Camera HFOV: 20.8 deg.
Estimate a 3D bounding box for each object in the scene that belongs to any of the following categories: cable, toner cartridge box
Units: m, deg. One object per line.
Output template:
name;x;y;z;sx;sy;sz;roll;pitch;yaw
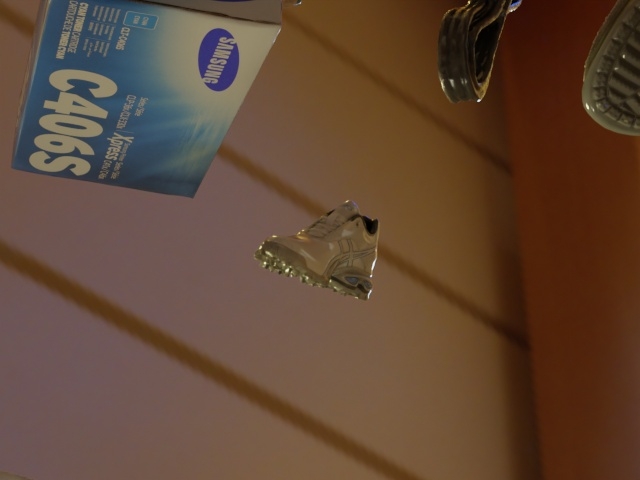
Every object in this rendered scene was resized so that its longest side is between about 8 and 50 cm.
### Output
cable;0.122;-0.199;1.401;0.139;0.072;0.287;74;-153;-48
toner cartridge box;-0.144;-0.137;1.365;0.165;0.348;0.075;8;-111;-12

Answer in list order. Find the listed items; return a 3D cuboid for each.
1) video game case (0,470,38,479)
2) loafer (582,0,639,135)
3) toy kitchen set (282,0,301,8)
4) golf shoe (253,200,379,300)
video game case;-0.259;0.239;1.477;0.157;0.143;0.019;23;-130;-39
loafer;0.273;-0.183;1.231;0.094;0.251;0.087;37;-175;-13
toy kitchen set;-0.075;-0.257;1.549;0.166;0.207;0.122;-13;-83;-49
golf shoe;0.000;0.000;1.576;0.069;0.086;0.176;21;-178;25
